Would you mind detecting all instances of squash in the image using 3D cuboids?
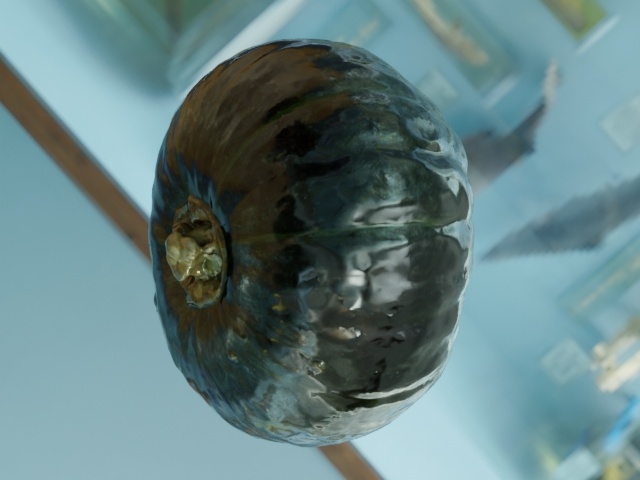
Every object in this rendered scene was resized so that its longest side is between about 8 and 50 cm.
[{"bbox_3d":[-0.005,0.001,0.817,0.193,0.155,0.193,-42,-141,47],"label":"squash"}]
